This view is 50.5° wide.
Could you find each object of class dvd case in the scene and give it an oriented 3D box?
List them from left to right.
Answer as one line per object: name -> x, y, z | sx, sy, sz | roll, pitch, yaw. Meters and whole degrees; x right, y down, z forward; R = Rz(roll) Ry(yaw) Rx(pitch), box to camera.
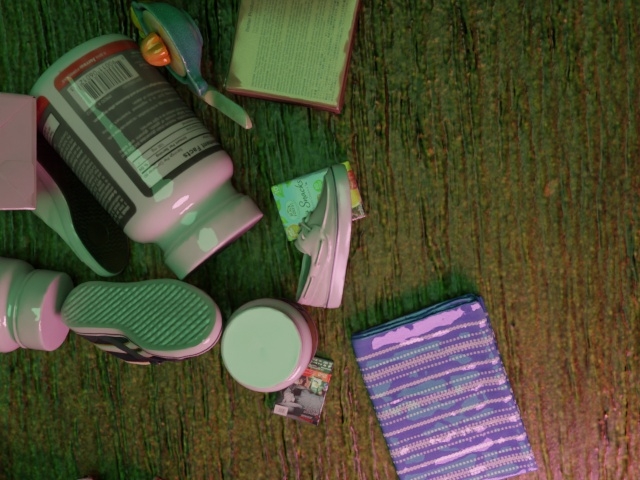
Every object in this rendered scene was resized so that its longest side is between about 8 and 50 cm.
dvd case -> -0.031, 0.261, 1.205 | 0.087, 0.013, 0.120 | 14, 94, 2

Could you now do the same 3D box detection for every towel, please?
towel -> 0.215, 0.280, 1.180 | 0.243, 0.040, 0.336 | -19, 94, 6

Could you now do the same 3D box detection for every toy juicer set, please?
toy juicer set -> -0.247, -0.308, 1.061 | 0.089, 0.209, 0.329 | -37, 116, -15

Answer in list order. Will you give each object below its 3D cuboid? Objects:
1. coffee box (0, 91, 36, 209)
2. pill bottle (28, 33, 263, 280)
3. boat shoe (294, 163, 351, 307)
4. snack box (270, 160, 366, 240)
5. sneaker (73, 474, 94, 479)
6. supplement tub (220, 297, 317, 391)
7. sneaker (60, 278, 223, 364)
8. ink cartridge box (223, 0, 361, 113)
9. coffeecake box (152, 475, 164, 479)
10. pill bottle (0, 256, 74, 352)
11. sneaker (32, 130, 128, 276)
coffee box -> -0.546, -0.140, 1.060 | 0.118, 0.297, 0.168 | -2, 98, -39
pill bottle -> -0.273, -0.127, 1.087 | 0.210, 0.210, 0.363 | -39, 92, 6
boat shoe -> 0.000, 0.000, 1.105 | 0.084, 0.095, 0.258 | 1, 114, -9
snack box -> -0.002, -0.068, 1.162 | 0.141, 0.037, 0.100 | -18, 94, 5
sneaker -> -0.510, 0.526, 1.225 | 0.296, 0.112, 0.131 | -27, 76, 4
supplement tub -> -0.081, 0.165, 1.097 | 0.144, 0.200, 0.145 | 0, 86, 3
sneaker -> -0.269, 0.137, 1.109 | 0.320, 0.127, 0.126 | 6, 61, 32
ink cartridge box -> -0.039, -0.342, 1.115 | 0.193, 0.088, 0.235 | 12, 96, 4
coffeecake box -> -0.257, 0.537, 1.215 | 0.185, 0.068, 0.142 | 28, 97, 1
pill bottle -> -0.579, 0.103, 1.149 | 0.282, 0.160, 0.161 | 7, 95, 2
sneaker -> -0.441, -0.061, 1.175 | 0.123, 0.106, 0.290 | -20, 103, 38
